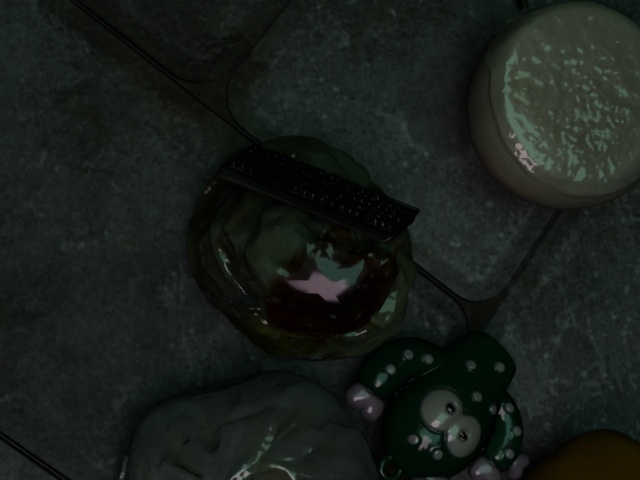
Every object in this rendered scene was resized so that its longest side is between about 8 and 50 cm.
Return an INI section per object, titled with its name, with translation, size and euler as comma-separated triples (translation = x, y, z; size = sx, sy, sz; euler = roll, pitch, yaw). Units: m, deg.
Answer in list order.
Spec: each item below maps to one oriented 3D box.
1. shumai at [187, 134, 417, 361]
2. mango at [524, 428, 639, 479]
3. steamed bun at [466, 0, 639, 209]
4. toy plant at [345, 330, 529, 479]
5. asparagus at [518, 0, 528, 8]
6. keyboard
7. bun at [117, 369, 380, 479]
[shumai]
translation = 0.000, 0.000, 1.094
size = 0.309, 0.263, 0.304
euler = 5, 85, -13
[mango]
translation = 0.389, 0.469, 1.134
size = 0.300, 0.232, 0.445
euler = -18, 80, 26
[steamed bun]
translation = 0.331, -0.179, 1.236
size = 0.283, 0.177, 0.283
euler = 1, 86, -10
[toy plant]
translation = 0.162, 0.234, 1.185
size = 0.243, 0.112, 0.232
euler = -17, 83, -20
[asparagus]
translation = 0.279, -0.423, 1.334
size = 0.016, 0.016, 0.162
euler = -16, 86, -25
[keyboard]
translation = -0.002, -0.059, 1.036
size = 0.230, 0.025, 0.094
euler = 22, 33, 20
[bun]
translation = -0.084, 0.334, 1.070
size = 0.355, 0.194, 0.354
euler = 1, 83, -10
